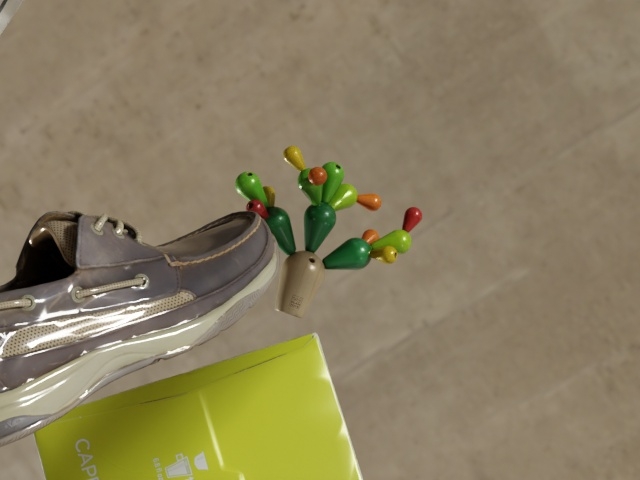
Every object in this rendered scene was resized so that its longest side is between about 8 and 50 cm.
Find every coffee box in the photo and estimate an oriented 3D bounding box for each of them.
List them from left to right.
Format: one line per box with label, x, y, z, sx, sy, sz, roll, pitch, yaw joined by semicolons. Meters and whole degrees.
coffee box;-0.116;0.342;1.794;0.338;0.337;0.334;-16;164;-6

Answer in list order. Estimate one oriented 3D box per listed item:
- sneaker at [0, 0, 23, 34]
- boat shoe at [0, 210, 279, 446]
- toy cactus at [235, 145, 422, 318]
sneaker;-0.448;-0.338;2.027;0.321;0.127;0.126;-41;-158;45
boat shoe;-0.172;0.038;1.196;0.132;0.130;0.355;-7;-163;45
toy cactus;0.000;0.000;1.741;0.112;0.219;0.180;13;-96;64
